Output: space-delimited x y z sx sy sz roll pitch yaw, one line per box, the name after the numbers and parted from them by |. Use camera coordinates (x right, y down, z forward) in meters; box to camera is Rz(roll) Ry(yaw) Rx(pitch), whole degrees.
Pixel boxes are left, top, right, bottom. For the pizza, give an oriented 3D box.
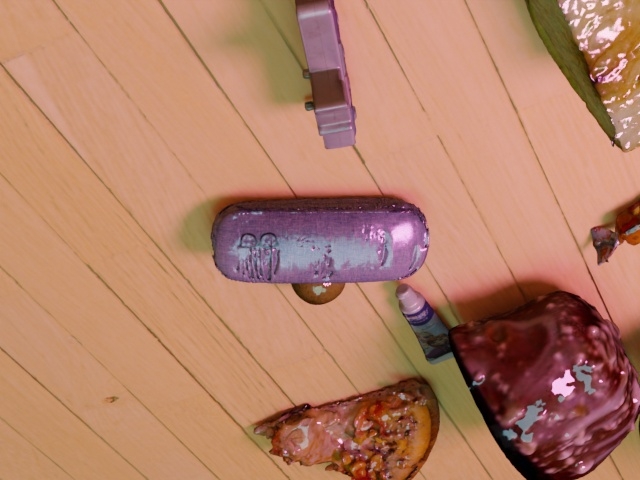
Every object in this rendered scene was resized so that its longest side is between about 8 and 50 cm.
0.070 0.295 2.092 0.287 0.074 0.251 17 132 -28 | pizza

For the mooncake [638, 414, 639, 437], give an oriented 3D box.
0.650 0.264 1.938 0.378 0.201 0.378 14 131 17 | mooncake

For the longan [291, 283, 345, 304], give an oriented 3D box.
-0.002 0.046 1.794 0.075 0.075 0.083 2 121 -10 | longan

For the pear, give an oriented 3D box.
0.345 -0.273 1.425 0.239 0.139 0.288 -31 131 5 | pear

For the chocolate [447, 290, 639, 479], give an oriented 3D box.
0.344 0.200 1.909 0.210 0.225 0.340 -28 139 13 | chocolate

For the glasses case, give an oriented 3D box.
0.000 0.000 1.725 0.282 0.067 0.109 0 115 -6 | glasses case

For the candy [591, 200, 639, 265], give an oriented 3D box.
0.427 -0.028 1.775 0.046 0.053 0.182 29 130 -34 | candy

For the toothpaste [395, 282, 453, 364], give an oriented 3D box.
0.153 0.121 1.926 0.062 0.037 0.216 -19 143 13 | toothpaste

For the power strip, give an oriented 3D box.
0.001 -0.180 1.468 0.061 0.145 0.216 -11 139 3 | power strip
